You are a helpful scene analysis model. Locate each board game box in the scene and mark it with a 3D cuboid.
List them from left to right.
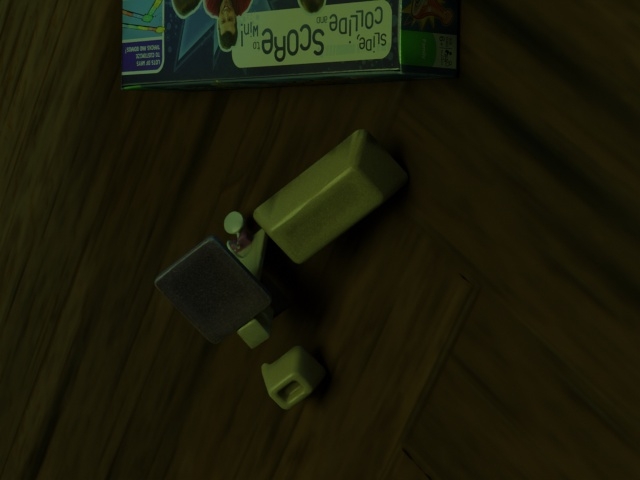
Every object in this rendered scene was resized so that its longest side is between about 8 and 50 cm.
[{"bbox_3d":[-0.020,-0.137,0.811,0.201,0.035,0.136,4,93,49],"label":"board game box"}]

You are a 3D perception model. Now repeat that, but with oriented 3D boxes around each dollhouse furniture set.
[{"bbox_3d":[0.000,0.000,0.812,0.114,0.091,0.081,-37,19,18],"label":"dollhouse furniture set"}]
